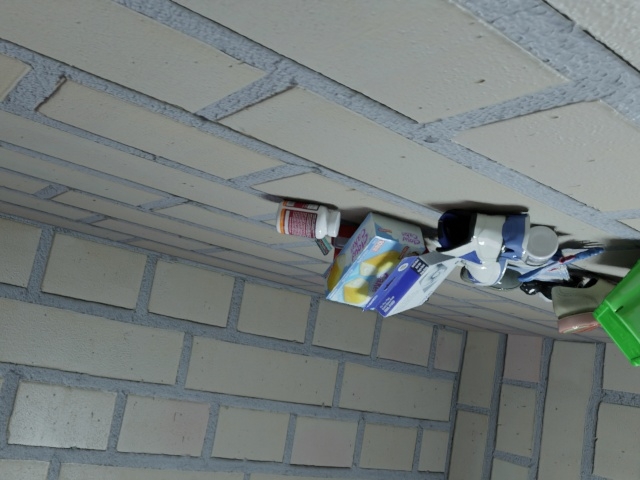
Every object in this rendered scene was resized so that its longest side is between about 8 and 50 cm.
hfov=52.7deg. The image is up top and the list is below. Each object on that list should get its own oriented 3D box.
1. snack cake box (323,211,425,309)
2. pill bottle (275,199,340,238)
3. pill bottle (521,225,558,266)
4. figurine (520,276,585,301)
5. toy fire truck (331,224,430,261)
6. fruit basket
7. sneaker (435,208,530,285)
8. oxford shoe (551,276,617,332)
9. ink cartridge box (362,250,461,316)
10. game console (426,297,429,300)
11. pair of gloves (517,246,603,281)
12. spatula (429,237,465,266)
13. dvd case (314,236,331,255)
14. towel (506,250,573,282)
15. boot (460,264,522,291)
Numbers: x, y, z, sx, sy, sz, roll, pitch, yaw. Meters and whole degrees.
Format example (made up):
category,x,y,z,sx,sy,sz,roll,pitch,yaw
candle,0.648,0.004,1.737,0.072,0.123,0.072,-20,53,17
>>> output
category,x,y,z,sx,sy,sz,roll,pitch,yaw
snack cake box,0.135,0.059,1.683,0.152,0.089,0.264,16,132,-22
pill bottle,-0.030,-0.051,1.628,0.151,0.086,0.086,9,169,10
pill bottle,0.503,0.017,1.500,0.078,0.078,0.137,8,170,13
figurine,0.750,0.162,2.051,0.209,0.092,0.214,11,174,45
toy fire truck,0.177,0.052,1.836,0.302,0.170,0.254,9,151,4
fruit basket,0.864,0.136,1.505,0.392,0.283,0.392,-29,159,-12
sneaker,0.350,-0.001,1.481,0.182,0.128,0.315,13,163,5
oxford shoe,0.849,0.166,1.857,0.396,0.147,0.140,-5,159,-19
ink cartridge box,0.243,0.111,1.680,0.223,0.045,0.223,-11,146,-42
game console,0.263,0.109,2.361,0.292,0.174,0.250,9,-159,8
pair of gloves,0.571,0.059,1.547,0.198,0.023,0.159,-15,167,-28
spatula,0.405,0.044,1.821,0.168,0.019,0.242,13,170,36
dvd case,0.000,0.000,1.913,0.013,0.087,0.119,-31,174,-11
towel,0.581,0.063,1.795,0.209,0.034,0.285,7,167,28
boot,0.469,0.069,1.721,0.189,0.076,0.208,4,155,2
